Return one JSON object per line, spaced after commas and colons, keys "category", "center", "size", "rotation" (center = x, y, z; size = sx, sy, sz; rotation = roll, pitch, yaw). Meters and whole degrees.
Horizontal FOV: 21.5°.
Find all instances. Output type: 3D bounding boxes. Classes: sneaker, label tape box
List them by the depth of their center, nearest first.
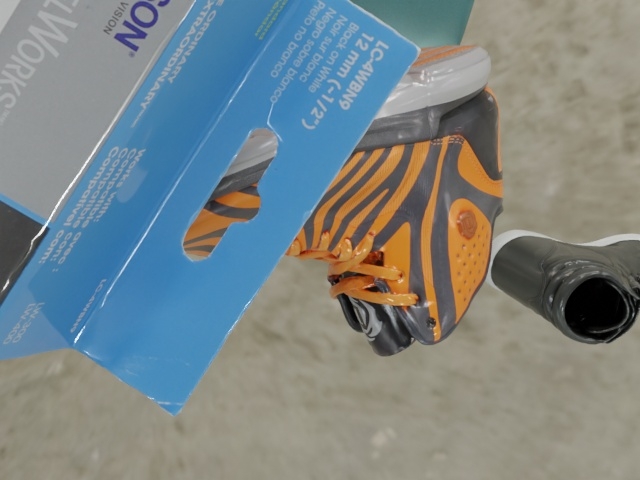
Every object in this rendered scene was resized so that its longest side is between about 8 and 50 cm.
{"category": "label tape box", "center": [-0.157, -0.081, 0.828], "size": [0.348, 0.115, 0.249], "rotation": [33, 103, -8]}
{"category": "sneaker", "center": [0.000, 0.000, 1.045], "size": [0.321, 0.124, 0.180], "rotation": [-20, 106, -30]}
{"category": "sneaker", "center": [0.334, 0.062, 1.896], "size": [0.296, 0.147, 0.104], "rotation": [6, 113, -33]}

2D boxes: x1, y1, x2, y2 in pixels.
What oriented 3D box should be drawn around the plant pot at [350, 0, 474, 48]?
{"category": "plant pot", "center": [0.062, -0.240, 1.812], "size": [0.165, 0.166, 0.234], "rotation": [7, 108, -15]}
